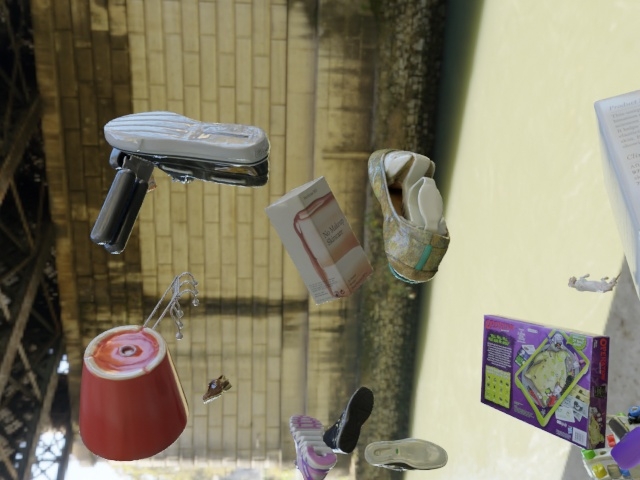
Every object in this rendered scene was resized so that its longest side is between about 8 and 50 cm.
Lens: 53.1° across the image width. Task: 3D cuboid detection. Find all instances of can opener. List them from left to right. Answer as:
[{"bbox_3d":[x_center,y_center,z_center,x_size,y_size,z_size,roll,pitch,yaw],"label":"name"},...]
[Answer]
[{"bbox_3d":[-0.408,-0.108,1.323,0.076,0.095,0.284,45,-129,-47],"label":"can opener"}]

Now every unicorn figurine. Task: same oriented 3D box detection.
[{"bbox_3d":[0.770,0.122,1.782,0.111,0.161,0.060,-15,-91,-55],"label":"unicorn figurine"}]

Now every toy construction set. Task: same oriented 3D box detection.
[{"bbox_3d":[0.738,0.513,1.624,0.151,0.215,0.328,56,-158,-20],"label":"toy construction set"}]

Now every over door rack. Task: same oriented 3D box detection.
[{"bbox_3d":[-0.481,0.254,1.906,0.108,0.324,0.239,46,178,-15],"label":"over door rack"}]

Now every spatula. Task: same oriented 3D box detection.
[{"bbox_3d":[0.613,0.397,1.291,0.030,0.084,0.296,46,-171,16],"label":"spatula"}]

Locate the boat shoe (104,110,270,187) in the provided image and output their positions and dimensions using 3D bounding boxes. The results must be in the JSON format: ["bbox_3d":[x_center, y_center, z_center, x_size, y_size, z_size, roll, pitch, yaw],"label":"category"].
[{"bbox_3d":[-0.251,-0.157,1.190,0.121,0.335,0.119,-56,-28,-47],"label":"boat shoe"}]

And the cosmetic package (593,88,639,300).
[{"bbox_3d":[0.844,-0.123,1.451,0.327,0.329,0.394,54,-150,-47],"label":"cosmetic package"}]

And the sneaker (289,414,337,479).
[{"bbox_3d":[-0.032,0.539,1.642,0.236,0.095,0.105,-128,49,-67],"label":"sneaker"}]

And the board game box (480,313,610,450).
[{"bbox_3d":[0.447,0.274,1.319,0.347,0.056,0.208,-176,85,-71],"label":"board game box"}]

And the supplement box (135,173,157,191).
[{"bbox_3d":[-0.461,-0.161,1.642,0.036,0.062,0.098,55,163,21],"label":"supplement box"}]

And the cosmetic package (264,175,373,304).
[{"bbox_3d":[0.000,0.000,1.698,0.296,0.129,0.153,61,-142,-11],"label":"cosmetic package"}]

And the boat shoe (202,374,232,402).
[{"bbox_3d":[-0.370,0.518,2.241,0.060,0.064,0.178,61,-164,3],"label":"boat shoe"}]

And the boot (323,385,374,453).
[{"bbox_3d":[0.079,0.603,2.124,0.178,0.085,0.236,-42,16,53],"label":"boot"}]

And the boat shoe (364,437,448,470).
[{"bbox_3d":[0.247,0.611,1.819,0.079,0.233,0.084,61,-149,-54],"label":"boat shoe"}]

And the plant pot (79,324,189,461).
[{"bbox_3d":[-0.472,0.364,1.596,0.275,0.274,0.243,-98,10,-58],"label":"plant pot"}]

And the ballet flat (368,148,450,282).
[{"bbox_3d":[0.156,-0.080,1.094,0.349,0.123,0.123,-92,5,-48],"label":"ballet flat"}]
